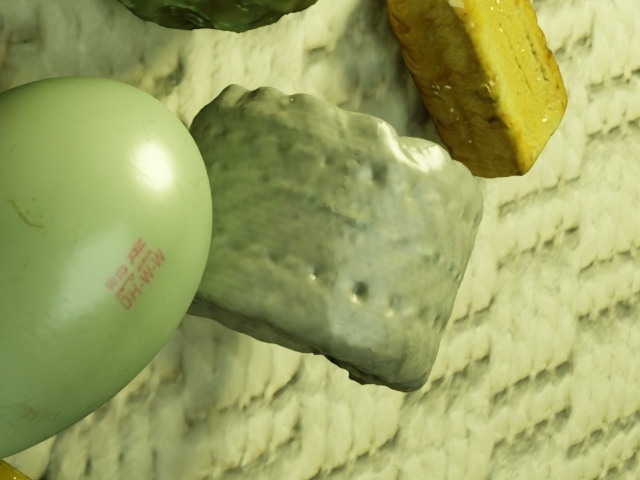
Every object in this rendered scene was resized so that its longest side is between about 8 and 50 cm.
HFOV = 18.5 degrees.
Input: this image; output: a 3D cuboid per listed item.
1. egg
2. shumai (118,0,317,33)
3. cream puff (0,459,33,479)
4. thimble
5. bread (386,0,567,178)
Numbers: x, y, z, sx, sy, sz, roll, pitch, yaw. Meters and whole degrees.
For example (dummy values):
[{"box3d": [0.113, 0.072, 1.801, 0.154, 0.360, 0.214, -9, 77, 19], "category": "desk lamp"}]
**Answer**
[{"box3d": [-0.176, 0.020, 1.166, 0.264, 0.183, 0.183, -51, 136, -14], "category": "egg"}, {"box3d": [-0.013, -0.240, 1.245, 0.261, 0.222, 0.225, -38, 126, -41], "category": "shumai"}, {"box3d": [-0.239, 0.192, 1.205, 0.146, 0.116, 0.146, -22, 118, -48], "category": "cream puff"}, {"box3d": [0.000, 0.000, 1.340, 0.157, 0.217, 0.245, -68, 154, -6], "category": "thimble"}, {"box3d": [0.121, -0.148, 1.535, 0.114, 0.083, 0.211, -53, 137, -31], "category": "bread"}]
